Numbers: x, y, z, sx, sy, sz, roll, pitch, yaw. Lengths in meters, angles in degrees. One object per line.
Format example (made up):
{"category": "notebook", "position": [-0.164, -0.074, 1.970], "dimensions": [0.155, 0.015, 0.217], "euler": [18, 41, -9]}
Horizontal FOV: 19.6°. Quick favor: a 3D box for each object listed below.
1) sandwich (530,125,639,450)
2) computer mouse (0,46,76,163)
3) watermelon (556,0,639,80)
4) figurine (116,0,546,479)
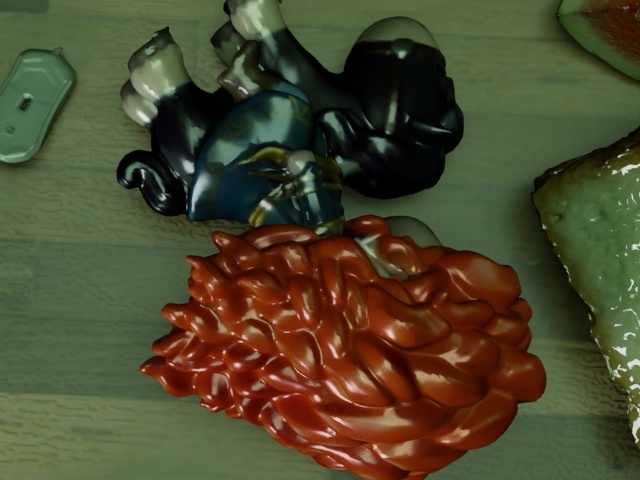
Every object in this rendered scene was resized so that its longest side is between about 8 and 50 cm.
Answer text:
{"category": "sandwich", "position": [0.341, 0.042, 1.427], "dimensions": [0.262, 0.131, 0.325], "euler": [-27, 86, 36]}
{"category": "computer mouse", "position": [-0.239, -0.110, 1.511], "dimensions": [0.056, 0.032, 0.110], "euler": [28, 74, -2]}
{"category": "watermelon", "position": [0.289, -0.198, 1.525], "dimensions": [0.145, 0.137, 0.193], "euler": [-5, 97, 34]}
{"category": "figurine", "position": [0.003, -0.010, 1.442], "dimensions": [0.306, 0.241, 0.412], "euler": [2, 66, -27]}
